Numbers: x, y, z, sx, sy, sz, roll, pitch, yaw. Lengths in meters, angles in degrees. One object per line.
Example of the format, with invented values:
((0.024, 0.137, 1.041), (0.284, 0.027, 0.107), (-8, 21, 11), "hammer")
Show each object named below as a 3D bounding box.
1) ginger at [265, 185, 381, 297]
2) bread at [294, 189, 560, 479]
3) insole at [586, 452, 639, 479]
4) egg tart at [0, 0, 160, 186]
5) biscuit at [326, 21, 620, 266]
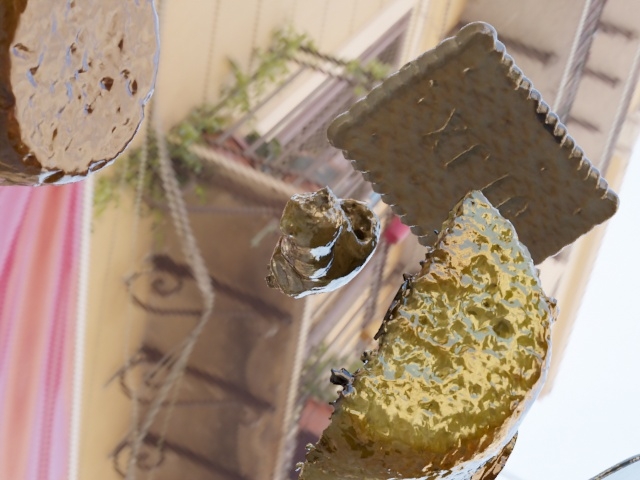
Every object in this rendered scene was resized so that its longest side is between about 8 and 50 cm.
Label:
((0.008, -0.004, 1.061), (0.067, 0.096, 0.165), (60, -15, 12), "ginger")
((0.095, 0.105, 1.041), (0.147, 0.261, 0.160), (32, -36, 6), "bread")
((0.164, 0.165, 0.883), (0.006, 0.193, 0.065), (55, -47, 25), "insole")
((-0.209, -0.123, 0.845), (0.170, 0.215, 0.215), (14, -54, 29), "egg tart")
((0.174, -0.081, 1.536), (0.217, 0.044, 0.325), (-34, -54, 17), "biscuit")
